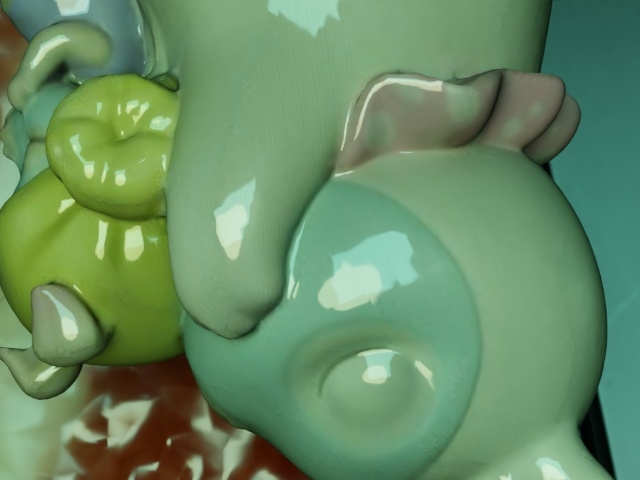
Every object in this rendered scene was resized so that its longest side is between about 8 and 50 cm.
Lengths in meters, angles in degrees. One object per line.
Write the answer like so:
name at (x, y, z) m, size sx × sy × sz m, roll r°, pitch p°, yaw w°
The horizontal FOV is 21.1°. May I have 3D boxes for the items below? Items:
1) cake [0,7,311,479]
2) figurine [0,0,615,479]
cake at (-0.115, 0.020, 0.625) m, size 0.319 × 0.270 × 0.269 m, roll 14°, pitch 76°, yaw 9°
figurine at (0.000, 0.000, 0.415) m, size 0.155 × 0.127 × 0.235 m, roll -3°, pitch 75°, yaw -14°
